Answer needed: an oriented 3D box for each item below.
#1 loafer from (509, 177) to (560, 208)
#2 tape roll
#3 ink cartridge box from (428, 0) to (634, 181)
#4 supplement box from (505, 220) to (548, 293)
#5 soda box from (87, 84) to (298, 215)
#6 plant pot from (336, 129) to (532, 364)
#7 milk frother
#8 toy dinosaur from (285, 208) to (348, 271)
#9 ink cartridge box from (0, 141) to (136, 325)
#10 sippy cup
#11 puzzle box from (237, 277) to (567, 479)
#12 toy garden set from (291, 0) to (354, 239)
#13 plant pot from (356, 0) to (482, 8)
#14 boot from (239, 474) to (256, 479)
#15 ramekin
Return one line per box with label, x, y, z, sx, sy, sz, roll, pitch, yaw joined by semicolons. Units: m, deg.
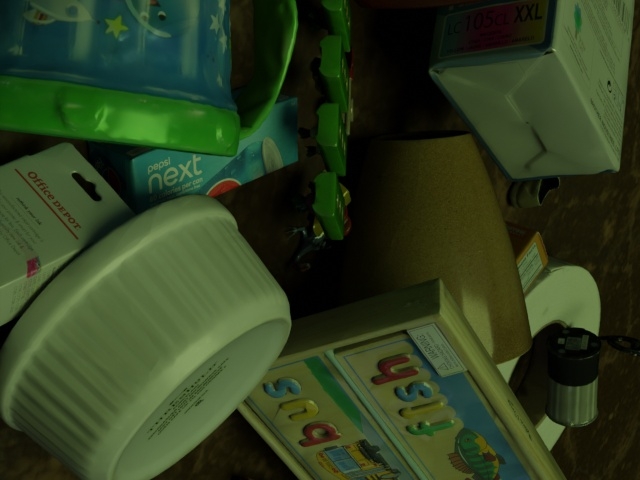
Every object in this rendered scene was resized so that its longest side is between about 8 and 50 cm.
loafer;0.337;-0.102;1.573;0.148;0.050;0.056;-56;142;-15
tape roll;0.322;0.211;1.698;0.392;0.072;0.392;-26;126;-41
ink cartridge box;0.264;-0.304;1.235;0.270;0.151;0.396;42;55;-51
supplement box;0.230;0.080;1.513;0.233;0.078;0.080;-49;136;-24
soda box;-0.115;-0.085;1.010;0.210;0.067;0.071;-27;127;-40
plant pot;0.127;0.002;1.247;0.237;0.237;0.254;-14;105;-47
milk frother;0.431;0.210;1.654;0.129;0.143;0.135;-38;133;-43
toy dinosaur;0.000;0.000;1.221;0.082;0.047;0.090;-55;156;14
ink cartridge box;-0.250;0.001;0.845;0.181;0.104;0.061;-30;158;-39
sippy cup;-0.164;-0.185;0.789;0.305;0.240;0.224;-5;103;-76
puzzle box;0.092;0.223;1.194;0.409;0.272;0.052;54;29;-36
toy garden set;0.004;-0.122;1.096;0.204;0.049;0.244;64;28;-77
plant pot;0.128;-0.382;1.020;0.267;0.235;0.267;33;81;-52
boot;-0.017;0.331;1.356;0.280;0.096;0.264;30;92;-46
ramekin;-0.143;0.100;0.932;0.273;0.127;0.273;-42;164;-15
